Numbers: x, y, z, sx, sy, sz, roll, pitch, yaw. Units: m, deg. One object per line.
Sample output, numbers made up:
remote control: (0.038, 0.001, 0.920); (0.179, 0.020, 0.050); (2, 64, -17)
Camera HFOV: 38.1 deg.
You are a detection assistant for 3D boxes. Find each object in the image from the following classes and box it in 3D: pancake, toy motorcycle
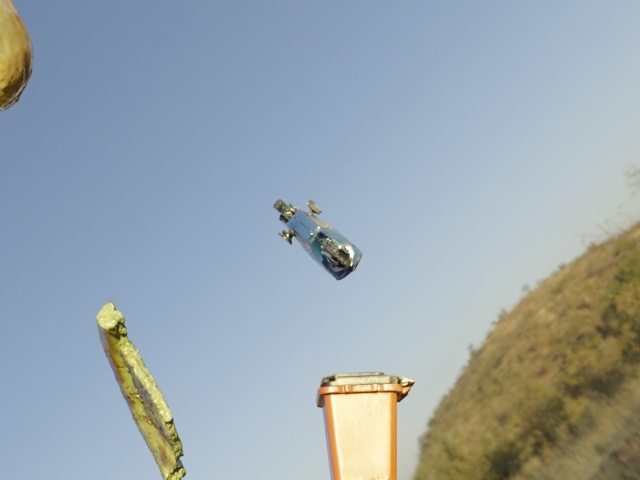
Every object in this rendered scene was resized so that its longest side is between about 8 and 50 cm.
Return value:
pancake: (-0.297, 0.273, 1.560); (0.054, 0.376, 0.197); (-29, 19, -23)
toy motorcycle: (0.000, 0.000, 1.467); (0.076, 0.205, 0.114); (-48, -47, -2)

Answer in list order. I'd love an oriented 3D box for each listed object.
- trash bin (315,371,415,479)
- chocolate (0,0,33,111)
trash bin: (0.091, 0.375, 1.751); (0.185, 0.238, 0.161); (-3, -21, -3)
chocolate: (-0.411, -0.283, 0.996); (0.134, 0.309, 0.134); (-18, 14, 5)
